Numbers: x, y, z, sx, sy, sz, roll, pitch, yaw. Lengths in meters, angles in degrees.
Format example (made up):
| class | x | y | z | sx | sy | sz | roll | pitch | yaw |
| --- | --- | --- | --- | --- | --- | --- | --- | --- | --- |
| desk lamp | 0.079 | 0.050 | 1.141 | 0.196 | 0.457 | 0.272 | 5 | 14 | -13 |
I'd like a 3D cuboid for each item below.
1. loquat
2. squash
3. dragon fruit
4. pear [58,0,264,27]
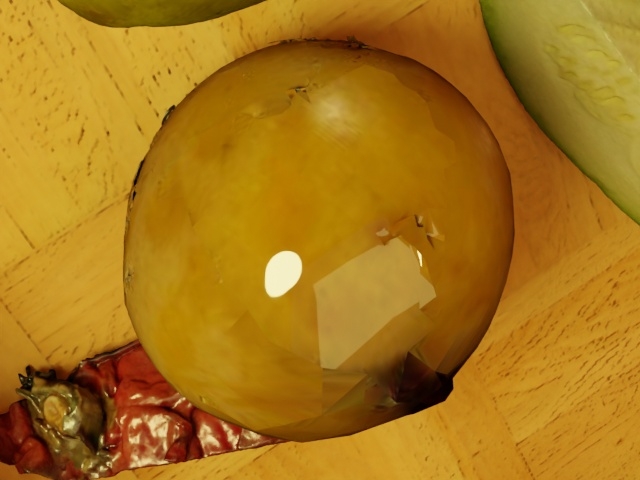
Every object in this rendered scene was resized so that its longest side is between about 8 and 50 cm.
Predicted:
| class | x | y | z | sx | sy | sz | roll | pitch | yaw |
| --- | --- | --- | --- | --- | --- | --- | --- | --- | --- |
| loquat | 0.000 | 0.000 | 0.850 | 0.235 | 0.235 | 0.235 | -12 | 124 | -19 |
| squash | 0.199 | -0.075 | 0.970 | 0.288 | 0.111 | 0.203 | 10 | 82 | -34 |
| dragon fruit | -0.122 | 0.105 | 0.970 | 0.192 | 0.122 | 0.092 | -9 | 83 | -18 |
| pear | -0.074 | -0.256 | 0.648 | 0.269 | 0.269 | 0.321 | -5 | 116 | -24 |
